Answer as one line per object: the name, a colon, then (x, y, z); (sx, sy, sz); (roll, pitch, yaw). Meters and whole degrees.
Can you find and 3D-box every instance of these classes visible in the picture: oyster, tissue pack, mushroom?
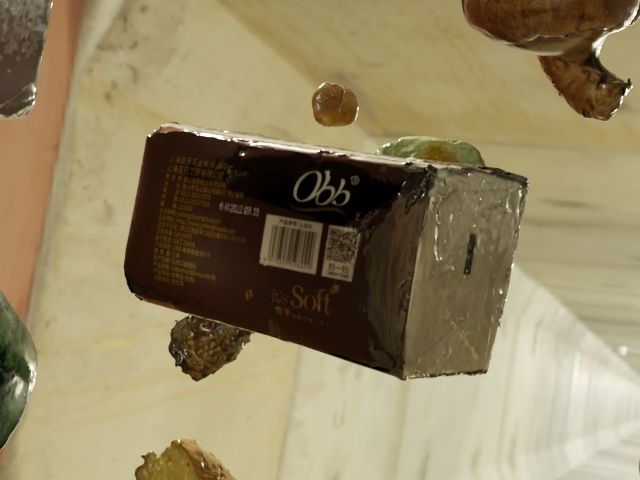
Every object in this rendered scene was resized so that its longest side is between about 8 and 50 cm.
oyster: (-0.154, 0.140, 1.777); (0.105, 0.177, 0.056); (63, -176, 10)
tissue pack: (0.000, 0.000, 1.144); (0.198, 0.370, 0.209); (12, -89, -52)
mushroom: (0.320, -0.315, 1.593); (0.267, 0.267, 0.254); (15, -93, -68)

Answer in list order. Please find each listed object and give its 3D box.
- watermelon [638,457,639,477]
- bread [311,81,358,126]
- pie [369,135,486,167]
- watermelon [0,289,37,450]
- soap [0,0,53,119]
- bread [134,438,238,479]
watermelon: (0.346, 0.221, 1.080); (0.111, 0.078, 0.078); (31, -121, -21)
bread: (0.024, -0.225, 1.927); (0.081, 0.083, 0.046); (-55, 7, -25)
pie: (0.160, -0.027, 1.817); (0.105, 0.257, 0.274); (-124, 41, -79)
watermelon: (-0.538, 0.149, 1.495); (0.283, 0.293, 0.250); (-47, -39, -51)
soap: (-0.329, -0.246, 0.960); (0.285, 0.107, 0.296); (-11, -63, -68)
bread: (-0.180, 0.414, 1.712); (0.139, 0.143, 0.228); (25, -139, -59)
